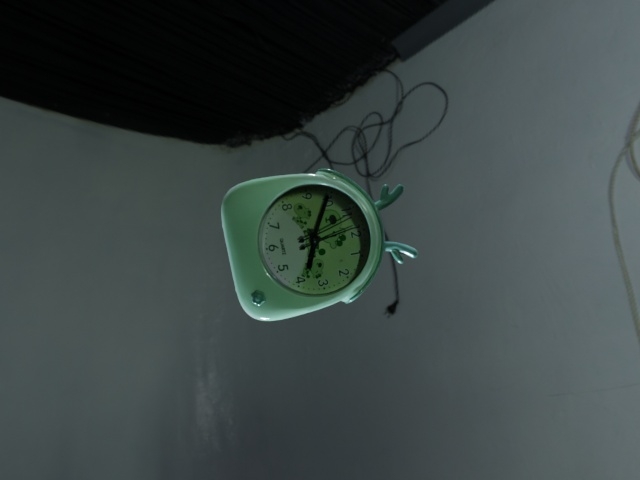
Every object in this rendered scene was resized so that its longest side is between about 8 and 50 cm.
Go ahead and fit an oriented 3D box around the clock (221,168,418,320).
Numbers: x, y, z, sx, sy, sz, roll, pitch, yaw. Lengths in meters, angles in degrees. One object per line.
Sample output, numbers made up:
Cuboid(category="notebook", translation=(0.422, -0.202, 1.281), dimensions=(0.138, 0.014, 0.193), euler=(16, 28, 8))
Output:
Cuboid(category="clock", translation=(0.000, 0.000, 0.634), dimensions=(0.211, 0.066, 0.159), euler=(-10, 91, 7))
